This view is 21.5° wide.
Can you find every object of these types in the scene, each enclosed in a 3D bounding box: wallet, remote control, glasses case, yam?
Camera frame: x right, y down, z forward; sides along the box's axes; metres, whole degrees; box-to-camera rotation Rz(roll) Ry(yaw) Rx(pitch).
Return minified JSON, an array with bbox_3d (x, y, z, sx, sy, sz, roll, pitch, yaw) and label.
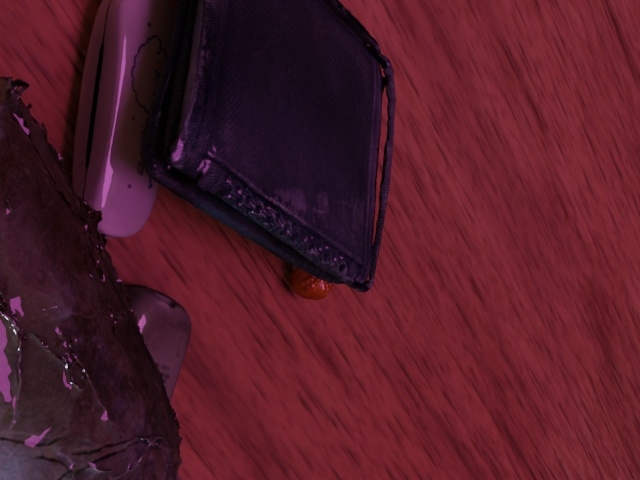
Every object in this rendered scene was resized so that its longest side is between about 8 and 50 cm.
[{"bbox_3d":[-0.038,-0.113,1.402,0.342,0.075,0.237,33,61,-58],"label":"wallet"},{"bbox_3d":[-0.173,0.189,1.361,0.090,0.038,0.309,24,80,-54],"label":"remote control"},{"bbox_3d":[-0.151,-0.100,1.304,0.076,0.049,0.197,7,91,-57],"label":"glasses case"},{"bbox_3d":[-0.237,0.074,1.110,0.241,0.241,0.348,-44,130,-37],"label":"yam"}]

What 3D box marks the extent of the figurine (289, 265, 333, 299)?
[{"bbox_3d":[0.000,0.000,1.540,0.064,0.047,0.109,18,77,-24],"label":"figurine"}]
